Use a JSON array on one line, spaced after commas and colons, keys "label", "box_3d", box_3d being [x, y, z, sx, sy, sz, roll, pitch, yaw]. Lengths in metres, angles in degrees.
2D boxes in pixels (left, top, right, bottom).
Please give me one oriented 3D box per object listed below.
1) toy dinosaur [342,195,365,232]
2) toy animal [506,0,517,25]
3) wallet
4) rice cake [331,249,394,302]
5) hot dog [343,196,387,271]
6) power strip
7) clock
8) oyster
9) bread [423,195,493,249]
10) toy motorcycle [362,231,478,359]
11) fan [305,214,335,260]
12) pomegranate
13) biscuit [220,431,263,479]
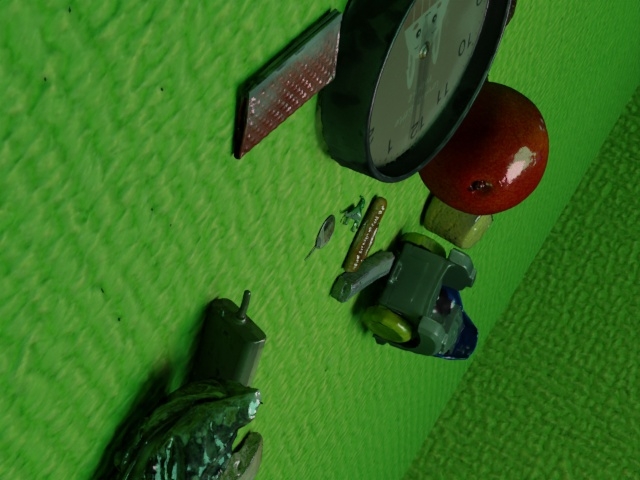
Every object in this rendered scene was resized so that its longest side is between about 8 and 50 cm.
[{"label": "toy dinosaur", "box_3d": [0.056, -0.047, 1.759, 0.083, 0.021, 0.062, 87, 28, -65]}, {"label": "toy animal", "box_3d": [0.284, -0.386, 1.788, 0.260, 0.087, 0.243, -63, 165, 12]}, {"label": "wallet", "box_3d": [-0.035, -0.179, 1.301, 0.196, 0.020, 0.103, -48, 157, -39]}, {"label": "rice cake", "box_3d": [0.078, 0.059, 1.954, 0.211, 0.034, 0.043, -29, 146, -61]}, {"label": "hot dog", "box_3d": [0.077, -0.009, 1.863, 0.137, 0.028, 0.044, -67, 169, 10]}, {"label": "power strip", "box_3d": [-0.126, 0.173, 1.454, 0.034, 0.092, 0.268, -11, 129, -41]}, {"label": "clock", "box_3d": [0.138, -0.257, 1.529, 0.386, 0.076, 0.386, -45, 152, -32]}, {"label": "oyster", "box_3d": [-0.188, 0.297, 1.401, 0.351, 0.158, 0.162, -54, -159, 19]}, {"label": "bread", "box_3d": [0.262, -0.050, 2.190, 0.111, 0.114, 0.129, -54, 159, -4]}, {"label": "toy motorcycle", "box_3d": [0.205, 0.143, 2.158, 0.326, 0.199, 0.191, 78, 36, -65]}, {"label": "fan", "box_3d": [0.003, -0.008, 1.693, 0.080, 0.003, 0.060, -40, 152, -51]}, {"label": "pomegranate", "box_3d": [0.267, -0.164, 1.873, 0.221, 0.220, 0.257, 93, 2, -53]}, {"label": "biscuit", "box_3d": [-0.158, 0.430, 1.837, 0.265, 0.040, 0.188, -65, 165, 9]}]
